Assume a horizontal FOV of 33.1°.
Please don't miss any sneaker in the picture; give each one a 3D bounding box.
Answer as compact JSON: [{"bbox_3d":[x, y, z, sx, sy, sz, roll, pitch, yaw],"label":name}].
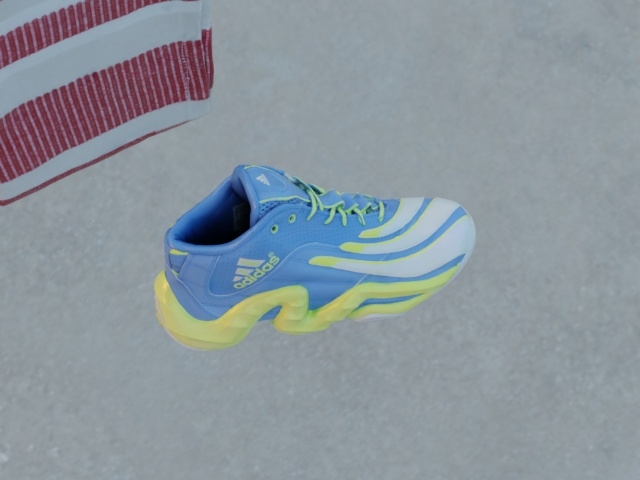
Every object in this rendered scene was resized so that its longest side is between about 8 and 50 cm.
[{"bbox_3d":[0.000,0.000,0.739,0.240,0.126,0.091,-19,53,-12],"label":"sneaker"}]

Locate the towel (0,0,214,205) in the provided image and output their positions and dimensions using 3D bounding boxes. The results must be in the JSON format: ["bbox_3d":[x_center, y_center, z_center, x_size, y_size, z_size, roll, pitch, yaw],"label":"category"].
[{"bbox_3d":[-0.192,-0.174,0.900,0.237,0.329,0.037,-28,62,-23],"label":"towel"}]
